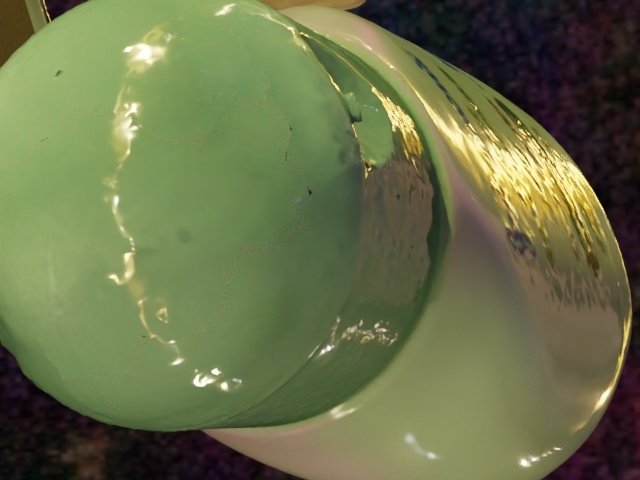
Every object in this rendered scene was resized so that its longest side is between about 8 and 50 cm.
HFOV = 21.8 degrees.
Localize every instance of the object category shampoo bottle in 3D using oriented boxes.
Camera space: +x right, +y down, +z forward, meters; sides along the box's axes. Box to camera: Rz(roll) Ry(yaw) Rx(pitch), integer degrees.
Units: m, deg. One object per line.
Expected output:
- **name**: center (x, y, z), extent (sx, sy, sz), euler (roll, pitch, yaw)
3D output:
- **shampoo bottle**: center (0.000, 0.000, 0.640), extent (0.349, 0.151, 0.222), euler (12, 50, -64)

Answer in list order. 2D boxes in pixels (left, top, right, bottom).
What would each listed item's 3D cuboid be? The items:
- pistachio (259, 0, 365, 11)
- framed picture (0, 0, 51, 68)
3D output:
- **pistachio**: center (-0.002, -0.293, 1.234), extent (0.187, 0.187, 0.299), euler (39, 49, -46)
- **framed picture**: center (-0.305, -0.169, 1.358), extent (0.018, 0.231, 0.293), euler (-22, 98, -56)
